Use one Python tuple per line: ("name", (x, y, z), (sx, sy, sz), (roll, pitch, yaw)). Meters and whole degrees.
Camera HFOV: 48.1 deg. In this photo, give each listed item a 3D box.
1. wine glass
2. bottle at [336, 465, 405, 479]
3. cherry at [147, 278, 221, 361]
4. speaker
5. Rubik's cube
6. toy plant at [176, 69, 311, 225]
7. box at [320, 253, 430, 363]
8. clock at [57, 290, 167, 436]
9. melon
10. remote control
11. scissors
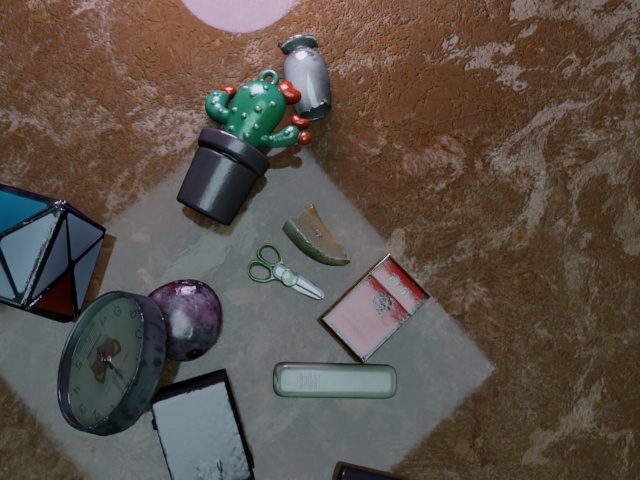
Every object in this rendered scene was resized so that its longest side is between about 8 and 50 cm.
("wine glass", (-0.036, -0.416, 1.824), (0.111, 0.111, 0.204), (-13, 81, -8))
("bottle", (0.161, 0.606, 1.724), (0.244, 0.082, 0.072), (14, 79, -5))
("cherry", (-0.321, 0.188, 1.680), (0.195, 0.195, 0.195), (1, 82, -6))
("speaker", (-0.266, 0.445, 1.625), (0.184, 0.232, 0.254), (-16, 89, -8))
("Rubik's cube", (-0.666, 0.028, 1.606), (0.246, 0.250, 0.248), (14, 78, 10))
("toy plant", (-0.203, -0.245, 1.751), (0.279, 0.185, 0.400), (22, 83, 41))
("box", (0.136, 0.169, 1.783), (0.240, 0.074, 0.153), (-43, 83, -12))
("clock", (-0.471, 0.269, 1.598), (0.067, 0.325, 0.325), (27, 77, -44))
("melon", (-0.007, 0.002, 1.812), (0.098, 0.054, 0.182), (-35, 87, -25))
("remote control", (0.038, 0.345, 1.767), (0.310, 0.038, 0.090), (1, 80, -7))
("scissors", (-0.081, 0.093, 1.794), (0.204, 0.027, 0.101), (31, 81, 0))
